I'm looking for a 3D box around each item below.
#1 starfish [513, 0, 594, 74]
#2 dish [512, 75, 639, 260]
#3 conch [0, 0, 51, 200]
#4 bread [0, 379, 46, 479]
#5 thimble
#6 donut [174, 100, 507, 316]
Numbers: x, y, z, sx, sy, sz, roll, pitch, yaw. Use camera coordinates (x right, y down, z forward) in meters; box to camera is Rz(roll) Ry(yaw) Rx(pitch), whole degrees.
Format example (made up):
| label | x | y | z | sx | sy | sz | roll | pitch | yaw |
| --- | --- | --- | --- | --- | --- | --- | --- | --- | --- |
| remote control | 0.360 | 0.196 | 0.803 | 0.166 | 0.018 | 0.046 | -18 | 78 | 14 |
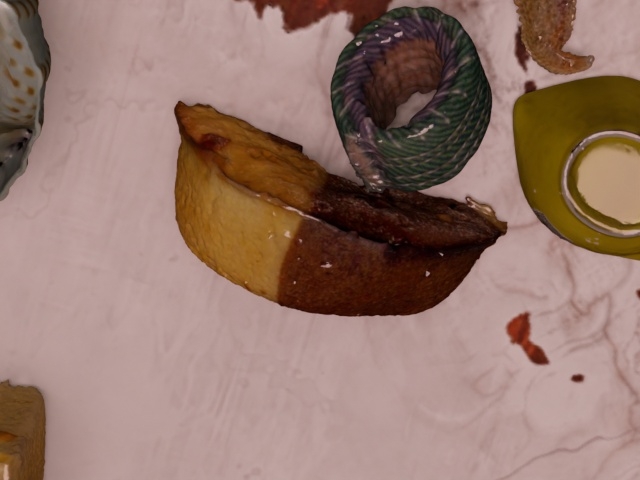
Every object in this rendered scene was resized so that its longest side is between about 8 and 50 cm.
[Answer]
| label | x | y | z | sx | sy | sz | roll | pitch | yaw |
| --- | --- | --- | --- | --- | --- | --- | --- | --- | --- |
| starfish | 0.168 | -0.291 | 1.454 | 0.302 | 0.060 | 0.299 | 19 | 107 | -1 |
| dish | 0.245 | -0.050 | 1.503 | 0.208 | 0.080 | 0.148 | 31 | 105 | -3 |
| conch | -0.351 | -0.161 | 1.443 | 0.303 | 0.215 | 0.319 | 27 | 131 | -11 |
| bread | -0.300 | 0.271 | 1.567 | 0.114 | 0.185 | 0.274 | 7 | 106 | -2 |
| thimble | 0.074 | -0.110 | 1.461 | 0.118 | 0.135 | 0.090 | -3 | 147 | 21 |
| donut | 0.000 | 0.000 | 1.500 | 0.295 | 0.151 | 0.112 | 18 | 115 | -2 |
